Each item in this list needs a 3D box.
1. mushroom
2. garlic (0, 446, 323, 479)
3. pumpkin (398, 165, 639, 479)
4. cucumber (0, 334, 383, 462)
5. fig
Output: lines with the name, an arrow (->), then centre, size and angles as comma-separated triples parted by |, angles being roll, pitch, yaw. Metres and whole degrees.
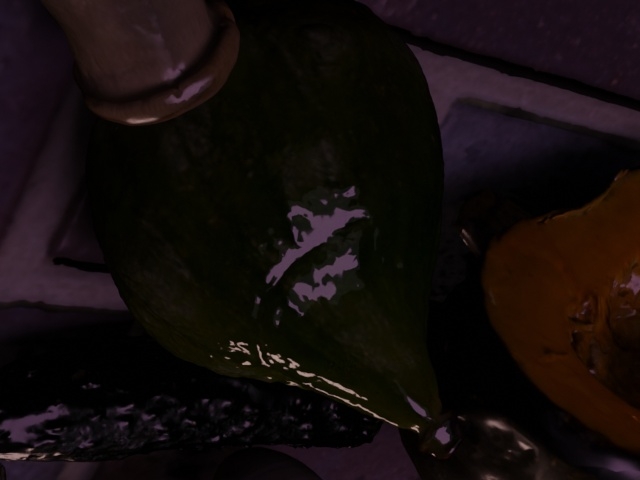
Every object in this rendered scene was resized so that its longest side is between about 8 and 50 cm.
mushroom -> -0.096, -0.163, 0.634 | 0.108, 0.096, 0.247 | -6, 133, -1
garlic -> -0.094, 0.229, 0.954 | 0.257, 0.207, 0.207 | 21, 115, -5
pumpkin -> 0.158, 0.086, 1.033 | 0.325, 0.242, 0.232 | -23, 161, -46
cucumber -> -0.082, 0.092, 0.899 | 0.303, 0.072, 0.081 | 5, 120, -45
fig -> 0.000, 0.000, 0.763 | 0.203, 0.235, 0.203 | -24, 141, -21
